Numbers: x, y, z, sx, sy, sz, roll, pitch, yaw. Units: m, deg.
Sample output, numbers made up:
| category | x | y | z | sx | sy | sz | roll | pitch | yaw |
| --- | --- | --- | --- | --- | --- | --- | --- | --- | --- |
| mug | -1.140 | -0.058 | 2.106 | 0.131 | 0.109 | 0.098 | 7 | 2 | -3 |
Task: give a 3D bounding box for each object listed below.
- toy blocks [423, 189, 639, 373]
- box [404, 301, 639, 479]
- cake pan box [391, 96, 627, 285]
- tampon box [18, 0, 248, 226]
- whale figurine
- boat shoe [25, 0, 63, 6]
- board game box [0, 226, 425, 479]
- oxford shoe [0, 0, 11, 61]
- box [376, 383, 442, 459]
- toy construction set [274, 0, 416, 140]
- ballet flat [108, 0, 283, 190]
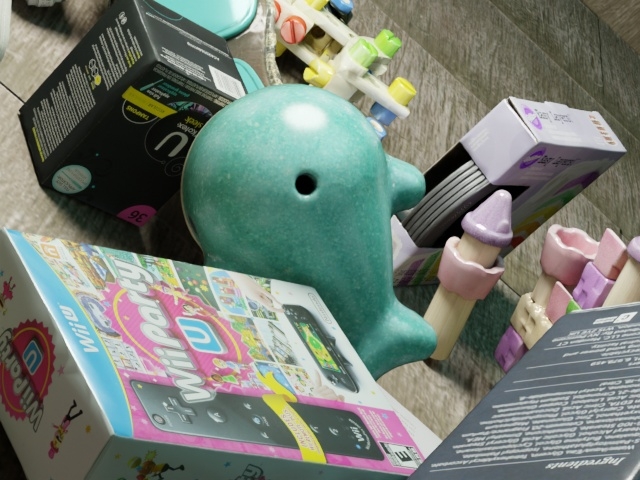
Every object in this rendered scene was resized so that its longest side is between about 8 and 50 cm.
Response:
| category | x | y | z | sx | sy | sz | roll | pitch | yaw |
| --- | --- | --- | --- | --- | --- | --- | --- | --- | --- |
| toy blocks | 0.299 | 0.078 | 1.913 | 0.309 | 0.260 | 0.288 | 13 | 24 | -27 |
| box | 0.231 | 0.254 | 1.417 | 0.395 | 0.212 | 0.293 | -38 | 111 | -49 |
| cake pan box | 0.180 | -0.049 | 2.083 | 0.070 | 0.246 | 0.267 | 54 | 22 | 19 |
| tampon box | -0.161 | -0.113 | 1.684 | 0.120 | 0.161 | 0.101 | 24 | 31 | -41 |
| whale figurine | 0.000 | 0.000 | 1.605 | 0.272 | 0.216 | 0.141 | 62 | -11 | -4 |
| boat shoe | -0.272 | -0.366 | 1.941 | 0.119 | 0.121 | 0.335 | -10 | 59 | -16 |
| board game box | -0.091 | 0.117 | 1.415 | 0.303 | 0.097 | 0.224 | 12 | 32 | -40 |
| oxford shoe | -0.326 | -0.265 | 1.658 | 0.130 | 0.169 | 0.449 | 40 | 25 | -31 |
| box | 0.050 | 0.239 | 1.601 | 0.232 | 0.058 | 0.322 | 42 | 24 | -11 |
| toy construction set | -0.032 | -0.251 | 2.204 | 0.327 | 0.151 | 0.215 | 52 | 20 | -17 |
| ballet flat | -0.103 | -0.144 | 1.874 | 0.182 | 0.164 | 0.483 | 80 | -6 | -51 |
